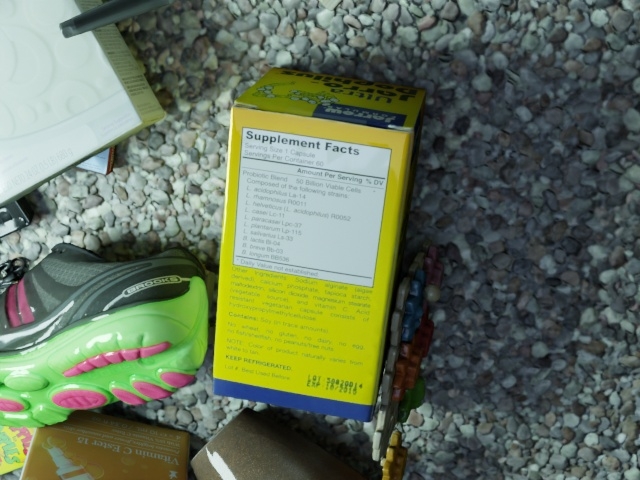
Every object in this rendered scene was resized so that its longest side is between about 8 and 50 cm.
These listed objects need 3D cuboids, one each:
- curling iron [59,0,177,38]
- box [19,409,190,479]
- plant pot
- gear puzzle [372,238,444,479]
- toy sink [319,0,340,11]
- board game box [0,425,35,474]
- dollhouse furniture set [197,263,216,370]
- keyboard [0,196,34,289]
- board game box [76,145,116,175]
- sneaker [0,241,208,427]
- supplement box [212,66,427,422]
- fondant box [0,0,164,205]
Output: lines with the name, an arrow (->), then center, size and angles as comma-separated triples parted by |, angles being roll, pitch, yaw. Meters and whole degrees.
curling iron -> -0.167, -0.295, 1.068 | 0.274, 0.035, 0.068 | -31, 97, -6
box -> -0.298, 0.391, 1.225 | 0.215, 0.345, 0.168 | 16, 114, -13
plant pot -> -0.056, 0.341, 1.275 | 0.230, 0.215, 0.215 | 45, 113, 7
gear puzzle -> 0.110, 0.180, 1.179 | 0.044, 0.175, 0.339 | 12, 113, 13
toy sink -> -0.024, -0.366, 0.987 | 0.131, 0.153, 0.234 | -44, 99, 2
board game box -> -0.468, 0.290, 1.404 | 0.181, 0.043, 0.092 | -22, 105, 18
dollhouse furniture set -> -0.178, 0.103, 1.288 | 0.076, 0.058, 0.151 | 7, 93, 16
keyboard -> -0.526, 0.010, 1.300 | 0.317, 0.033, 0.201 | -20, 113, 16
board game box -> -0.391, -0.185, 1.213 | 0.281, 0.027, 0.145 | 15, 113, 5
sneaker -> -0.345, 0.116, 1.246 | 0.483, 0.202, 0.185 | -8, 135, 21
supplement box -> 0.000, 0.000, 1.121 | 0.194, 0.195, 0.356 | 10, 113, 7
fondant box -> -0.372, -0.233, 1.128 | 0.238, 0.096, 0.330 | -27, 97, 14
